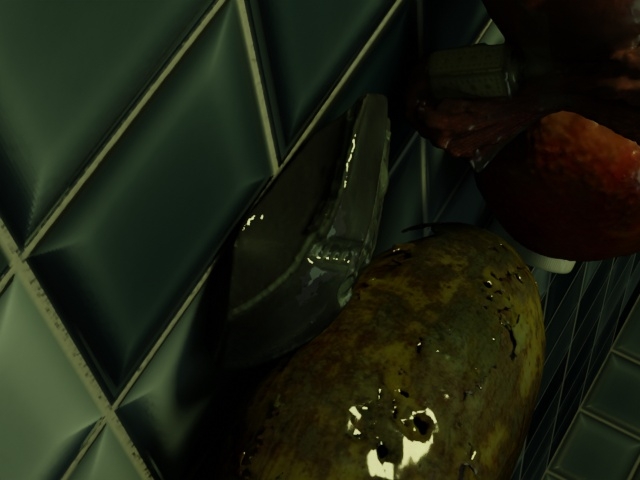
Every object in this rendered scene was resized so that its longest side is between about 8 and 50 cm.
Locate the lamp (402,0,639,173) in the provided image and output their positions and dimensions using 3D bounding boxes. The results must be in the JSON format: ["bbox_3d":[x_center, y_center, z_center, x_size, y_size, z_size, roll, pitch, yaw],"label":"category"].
[{"bbox_3d":[0.152,-0.167,0.828,0.151,0.215,0.223,27,66,-58],"label":"lamp"}]

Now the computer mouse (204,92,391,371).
[{"bbox_3d":[0.000,0.000,0.764,0.192,0.062,0.106,-56,160,-18],"label":"computer mouse"}]

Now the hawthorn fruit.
[{"bbox_3d":[0.221,-0.075,1.070,0.205,0.205,0.253,-58,166,-19],"label":"hawthorn fruit"}]

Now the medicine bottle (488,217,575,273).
[{"bbox_3d":[0.233,-0.070,1.238,0.103,0.103,0.187,-17,130,-66],"label":"medicine bottle"}]

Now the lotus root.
[{"bbox_3d":[0.039,0.121,0.855,0.397,0.179,0.196,-51,149,-51],"label":"lotus root"}]
